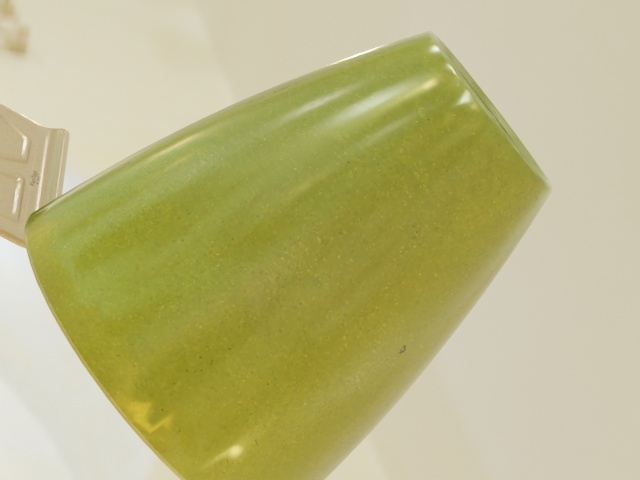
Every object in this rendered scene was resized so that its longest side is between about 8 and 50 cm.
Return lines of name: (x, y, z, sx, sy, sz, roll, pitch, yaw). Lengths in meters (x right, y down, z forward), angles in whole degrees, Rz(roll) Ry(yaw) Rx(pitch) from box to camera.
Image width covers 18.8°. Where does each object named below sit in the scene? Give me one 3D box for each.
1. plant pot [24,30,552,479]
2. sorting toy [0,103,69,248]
plant pot: (0.000, 0.000, 1.315, 0.293, 0.275, 0.275, -38, -145, 9)
sorting toy: (-0.320, -0.081, 1.659, 0.038, 0.208, 0.193, -56, -160, 27)
